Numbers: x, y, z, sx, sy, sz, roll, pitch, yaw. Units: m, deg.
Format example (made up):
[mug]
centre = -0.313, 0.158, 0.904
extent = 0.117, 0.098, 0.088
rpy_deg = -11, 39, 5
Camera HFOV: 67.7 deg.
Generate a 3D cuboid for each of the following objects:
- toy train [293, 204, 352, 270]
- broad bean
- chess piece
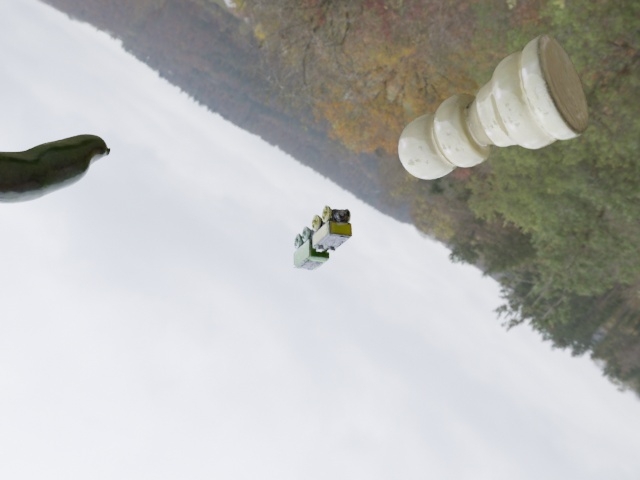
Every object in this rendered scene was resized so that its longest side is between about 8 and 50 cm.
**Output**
[toy train]
centre = 0.000, 0.000, 0.936
extent = 0.060, 0.202, 0.081
rpy_deg = 7, -113, -23
[broad bean]
centre = -0.363, -0.109, 0.504
extent = 0.049, 0.144, 0.292
rpy_deg = 10, 168, 32
[chess piece]
centre = 0.263, -0.199, 0.806
extent = 0.167, 0.300, 0.167
rpy_deg = 15, -113, -40
